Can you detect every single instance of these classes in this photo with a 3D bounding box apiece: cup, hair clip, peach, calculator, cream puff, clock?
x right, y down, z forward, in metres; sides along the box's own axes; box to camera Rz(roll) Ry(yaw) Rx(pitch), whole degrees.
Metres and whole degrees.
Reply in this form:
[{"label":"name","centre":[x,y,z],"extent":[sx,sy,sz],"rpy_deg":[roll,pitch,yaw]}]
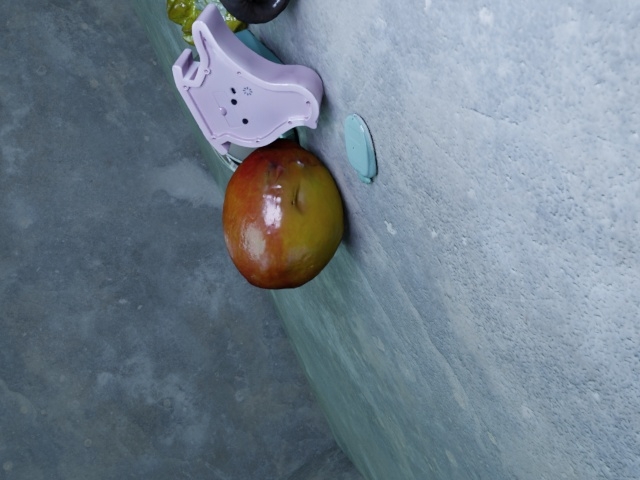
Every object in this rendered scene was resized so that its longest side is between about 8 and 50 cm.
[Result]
[{"label":"cup","centre":[-0.147,-0.395,1.220],"extent":[0.236,0.148,0.134],"rpy_deg":[60,-168,29]},{"label":"hair clip","centre":[-0.252,-0.310,1.685],"extent":[0.282,0.172,0.113],"rpy_deg":[51,155,6]},{"label":"peach","centre":[-0.090,-0.059,1.256],"extent":[0.289,0.373,0.373],"rpy_deg":[20,148,17]},{"label":"calculator","centre":[0.077,-0.174,1.004],"extent":[0.095,0.021,0.153],"rpy_deg":[49,156,47]},{"label":"cream puff","centre":[-0.298,-0.592,1.311],"extent":[0.221,0.194,0.195],"rpy_deg":[66,166,4]},{"label":"clock","centre":[-0.151,-0.325,1.030],"extent":[0.290,0.275,0.080],"rpy_deg":[61,-149,-43]}]

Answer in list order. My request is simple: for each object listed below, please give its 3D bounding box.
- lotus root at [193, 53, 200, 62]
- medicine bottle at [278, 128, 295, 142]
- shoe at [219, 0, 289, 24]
[{"label":"lotus root","centre":[-0.300,-0.477,1.550],"extent":[0.349,0.175,0.175],"rpy_deg":[39,152,50]},{"label":"medicine bottle","centre":[-0.104,-0.295,1.369],"extent":[0.209,0.053,0.090],"rpy_deg":[65,164,-11]},{"label":"shoe","centre":[-0.147,-0.510,0.933],"extent":[0.237,0.171,0.384],"rpy_deg":[67,162,-10]}]
